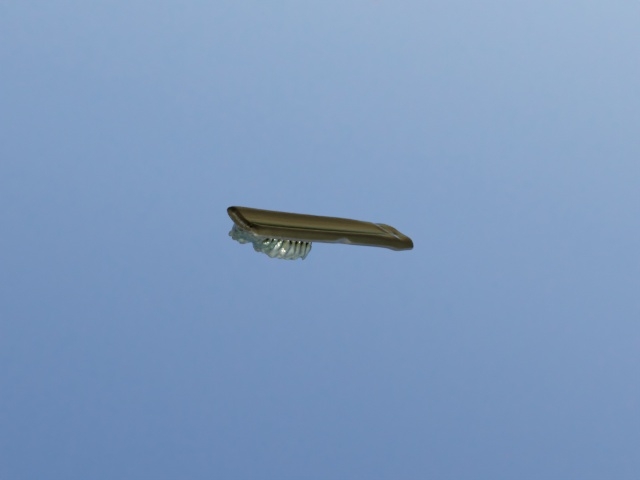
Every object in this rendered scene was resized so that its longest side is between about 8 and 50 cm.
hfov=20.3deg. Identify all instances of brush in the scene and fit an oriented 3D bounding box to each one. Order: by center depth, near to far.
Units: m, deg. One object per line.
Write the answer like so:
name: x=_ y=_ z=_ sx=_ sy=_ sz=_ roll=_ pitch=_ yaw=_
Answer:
brush: x=0.000 y=0.000 z=1.202 sx=0.034 sy=0.027 sz=0.190 roll=36 pitch=-162 yaw=30
